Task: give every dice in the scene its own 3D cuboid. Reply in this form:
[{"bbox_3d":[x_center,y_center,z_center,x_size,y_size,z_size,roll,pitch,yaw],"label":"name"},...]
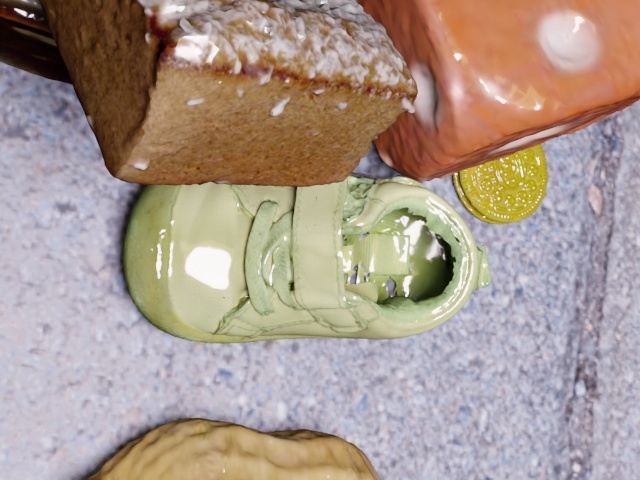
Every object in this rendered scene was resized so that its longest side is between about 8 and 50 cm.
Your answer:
[{"bbox_3d":[0.122,-0.152,0.883,0.175,0.174,0.179,-16,86,-19],"label":"dice"}]

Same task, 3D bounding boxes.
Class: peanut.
[{"bbox_3d":[-0.055,0.211,0.821,0.233,0.110,0.196,16,55,-24],"label":"peanut"}]

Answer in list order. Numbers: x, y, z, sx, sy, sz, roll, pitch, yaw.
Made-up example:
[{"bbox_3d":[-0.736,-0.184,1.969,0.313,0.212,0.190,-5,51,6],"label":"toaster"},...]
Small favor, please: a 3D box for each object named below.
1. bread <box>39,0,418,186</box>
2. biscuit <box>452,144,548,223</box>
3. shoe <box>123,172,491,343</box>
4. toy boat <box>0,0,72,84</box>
[{"bbox_3d":[-0.106,-0.219,0.724,0.165,0.113,0.416,-1,54,-42],"label":"bread"},{"bbox_3d":[0.143,-0.055,0.982,0.084,0.023,0.084,3,84,-25],"label":"biscuit"},{"bbox_3d":[-0.003,0.000,0.869,0.262,0.128,0.140,9,69,-27],"label":"shoe"},{"bbox_3d":[-0.165,-0.172,0.799,0.262,0.114,0.115,18,75,-28],"label":"toy boat"}]
